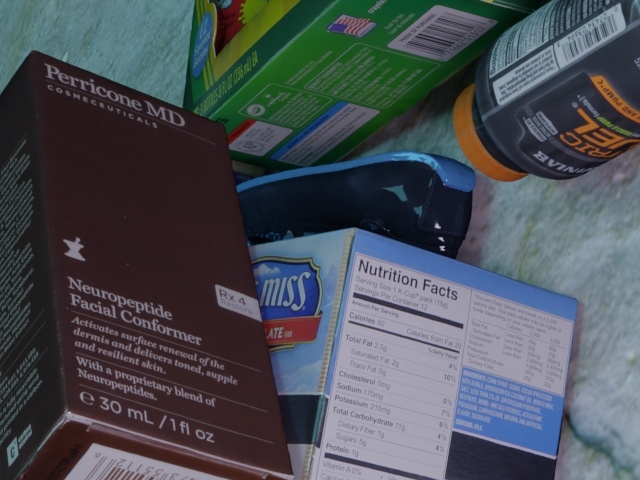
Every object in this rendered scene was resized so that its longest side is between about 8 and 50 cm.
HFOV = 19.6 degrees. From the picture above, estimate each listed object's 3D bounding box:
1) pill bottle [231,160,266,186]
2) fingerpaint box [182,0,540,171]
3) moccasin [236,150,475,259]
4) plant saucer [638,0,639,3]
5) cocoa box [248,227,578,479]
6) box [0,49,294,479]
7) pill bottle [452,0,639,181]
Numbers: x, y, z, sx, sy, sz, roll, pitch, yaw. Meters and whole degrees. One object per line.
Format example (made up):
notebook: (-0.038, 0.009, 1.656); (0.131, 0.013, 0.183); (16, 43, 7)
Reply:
pill bottle: (-0.143, -0.014, 1.935); (0.123, 0.123, 0.219); (34, 106, 59)
fingerpaint box: (0.028, -0.307, 1.689); (0.445, 0.163, 0.371); (148, 131, -61)
moccasin: (0.000, 0.000, 1.681); (0.342, 0.138, 0.117); (-16, 67, 57)
plant saucer: (0.337, -0.256, 1.185); (0.332, 0.084, 0.332); (10, 106, 37)
cocoa box: (0.005, 0.136, 1.508); (0.347, 0.231, 0.228); (-9, 67, 57)
box: (-0.156, 0.049, 1.401); (0.143, 0.191, 0.381); (-50, 36, 30)
pill bottle: (0.207, -0.126, 1.404); (0.246, 0.130, 0.130); (-31, 51, 50)
